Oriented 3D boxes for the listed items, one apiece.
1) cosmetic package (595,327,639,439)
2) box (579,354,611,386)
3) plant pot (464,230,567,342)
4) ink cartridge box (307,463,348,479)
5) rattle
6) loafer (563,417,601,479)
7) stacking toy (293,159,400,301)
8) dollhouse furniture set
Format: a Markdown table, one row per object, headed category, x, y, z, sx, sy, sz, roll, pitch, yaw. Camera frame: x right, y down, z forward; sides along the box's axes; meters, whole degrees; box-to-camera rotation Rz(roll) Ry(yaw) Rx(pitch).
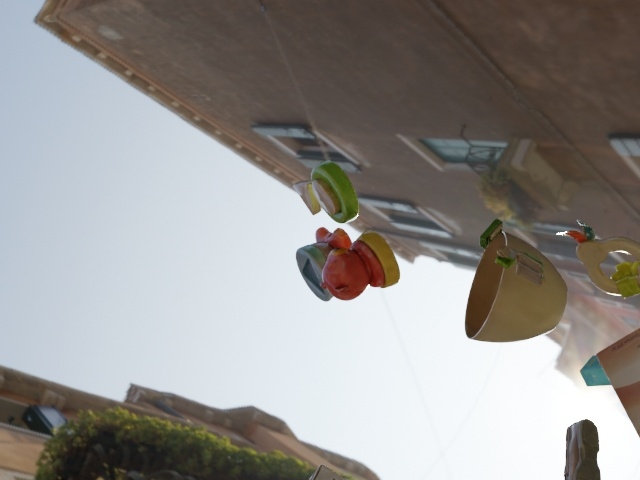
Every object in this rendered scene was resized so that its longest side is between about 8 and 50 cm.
| category | x | y | z | sx | sy | sz | roll | pitch | yaw |
| --- | --- | --- | --- | --- | --- | --- | --- | --- | --- |
| cosmetic package | 0.692 | 0.324 | 1.379 | 0.129 | 0.296 | 0.153 | 14 | -46 | -39 |
| box | 0.925 | 0.389 | 2.146 | 0.100 | 0.244 | 0.060 | -31 | -84 | -37 |
| plant pot | 0.499 | 0.138 | 1.761 | 0.191 | 0.284 | 0.284 | 17 | -93 | 1 |
| ink cartridge box | 0.133 | 0.633 | 1.572 | 0.371 | 0.175 | 0.069 | 28 | -120 | 5 |
| rattle | 0.583 | 0.009 | 1.427 | 0.143 | 0.200 | 0.130 | -47 | -13 | -34 |
| loafer | 0.337 | 0.295 | 0.917 | 0.045 | 0.039 | 0.125 | 30 | -125 | -15 |
| stacking toy | 0.000 | 0.000 | 1.434 | 0.130 | 0.309 | 0.279 | -29 | -86 | -20 |
| dollhouse furniture set | 0.395 | 0.022 | 1.404 | 0.058 | 0.152 | 0.076 | -43 | -35 | -19 |
